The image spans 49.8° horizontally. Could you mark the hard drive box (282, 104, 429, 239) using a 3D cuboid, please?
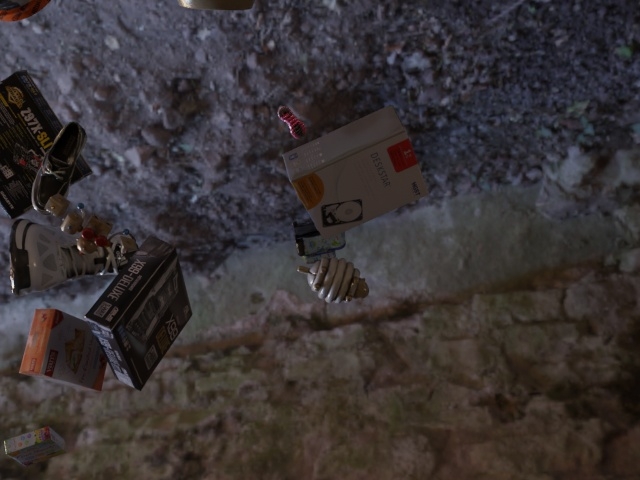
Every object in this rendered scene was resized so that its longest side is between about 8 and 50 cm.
[{"bbox_3d":[0.070,-0.128,1.336,0.232,0.089,0.181,-25,135,7],"label":"hard drive box"}]

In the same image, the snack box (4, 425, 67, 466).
[{"bbox_3d":[-0.665,0.484,1.616,0.100,0.037,0.141,-18,153,-13],"label":"snack box"}]

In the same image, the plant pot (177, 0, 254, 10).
[{"bbox_3d":[-0.177,-0.532,1.148,0.256,0.274,0.256,3,-156,-1],"label":"plant pot"}]

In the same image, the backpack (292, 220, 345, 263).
[{"bbox_3d":[0.000,0.000,1.564,0.114,0.084,0.105,-11,-158,-4],"label":"backpack"}]

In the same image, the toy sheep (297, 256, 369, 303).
[{"bbox_3d":[0.023,0.069,1.209,0.132,0.091,0.091,24,157,-3],"label":"toy sheep"}]

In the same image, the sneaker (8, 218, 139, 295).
[{"bbox_3d":[-0.575,0.025,1.657,0.257,0.169,0.447,-1,-173,-8],"label":"sneaker"}]

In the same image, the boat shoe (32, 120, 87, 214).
[{"bbox_3d":[-0.590,-0.165,1.542,0.077,0.219,0.070,20,173,-11],"label":"boat shoe"}]

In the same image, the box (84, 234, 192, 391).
[{"bbox_3d":[-0.409,0.174,1.601,0.076,0.242,0.307,22,145,14],"label":"box"}]

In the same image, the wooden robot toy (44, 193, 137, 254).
[{"bbox_3d":[-0.420,-0.005,1.235,0.173,0.076,0.079,32,112,-18],"label":"wooden robot toy"}]

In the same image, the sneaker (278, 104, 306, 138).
[{"bbox_3d":[-0.084,-0.350,2.014,0.047,0.057,0.119,-35,121,4],"label":"sneaker"}]

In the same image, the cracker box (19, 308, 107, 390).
[{"bbox_3d":[-0.615,0.272,1.692,0.067,0.156,0.232,-2,158,21],"label":"cracker box"}]

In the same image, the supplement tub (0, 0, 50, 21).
[{"bbox_3d":[-0.544,-0.487,1.014,0.207,0.207,0.338,-7,162,12],"label":"supplement tub"}]

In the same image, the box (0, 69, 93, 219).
[{"bbox_3d":[-0.818,-0.255,1.870,0.257,0.322,0.079,-29,-168,10],"label":"box"}]
